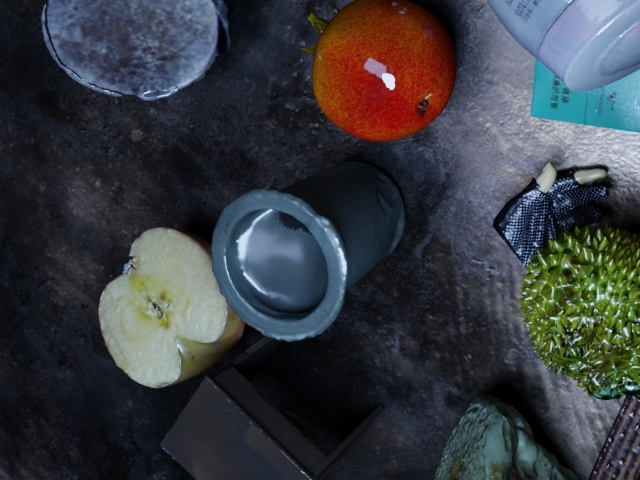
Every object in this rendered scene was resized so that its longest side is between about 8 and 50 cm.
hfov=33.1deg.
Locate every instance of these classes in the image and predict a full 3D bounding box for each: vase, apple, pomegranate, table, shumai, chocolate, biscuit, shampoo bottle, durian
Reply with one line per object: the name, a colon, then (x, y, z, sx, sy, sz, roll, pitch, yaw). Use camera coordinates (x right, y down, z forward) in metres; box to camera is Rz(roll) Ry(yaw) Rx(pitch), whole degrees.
vase: (0.000, 0.000, 1.719, 0.245, 0.291, 0.245, 10, 112, 27)
apple: (-0.255, 0.118, 1.996, 0.293, 0.163, 0.251, -43, 74, 22)
pomegranate: (0.083, -0.269, 1.622, 0.256, 0.221, 0.221, 39, 124, 25)
table: (-0.078, 0.323, 1.894, 0.250, 0.282, 0.196, 41, 124, 12)
shumai: (0.332, 0.411, 1.720, 0.263, 0.309, 0.304, 19, 130, -5)
chocolate: (-0.304, -0.411, 1.790, 0.303, 0.213, 0.303, -4, 137, -4)
biscuit: (0.482, 0.312, 1.664, 0.070, 0.106, 0.252, 27, 119, 22)
shampoo bottle: (0.349, -0.352, 1.375, 0.273, 0.273, 0.266, -41, 71, 35)
durian: (0.421, 0.094, 1.523, 0.291, 0.225, 0.291, 23, 142, 19)

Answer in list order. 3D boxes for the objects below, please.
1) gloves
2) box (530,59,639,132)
gloves: (0.355, -0.047, 1.622, 0.180, 0.106, 0.129, -38, 87, 7)
box: (0.417, -0.239, 1.529, 0.226, 0.042, 0.161, 12, 114, 27)
